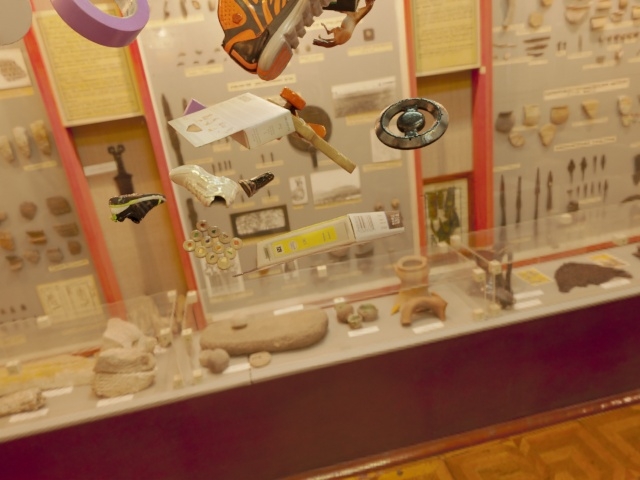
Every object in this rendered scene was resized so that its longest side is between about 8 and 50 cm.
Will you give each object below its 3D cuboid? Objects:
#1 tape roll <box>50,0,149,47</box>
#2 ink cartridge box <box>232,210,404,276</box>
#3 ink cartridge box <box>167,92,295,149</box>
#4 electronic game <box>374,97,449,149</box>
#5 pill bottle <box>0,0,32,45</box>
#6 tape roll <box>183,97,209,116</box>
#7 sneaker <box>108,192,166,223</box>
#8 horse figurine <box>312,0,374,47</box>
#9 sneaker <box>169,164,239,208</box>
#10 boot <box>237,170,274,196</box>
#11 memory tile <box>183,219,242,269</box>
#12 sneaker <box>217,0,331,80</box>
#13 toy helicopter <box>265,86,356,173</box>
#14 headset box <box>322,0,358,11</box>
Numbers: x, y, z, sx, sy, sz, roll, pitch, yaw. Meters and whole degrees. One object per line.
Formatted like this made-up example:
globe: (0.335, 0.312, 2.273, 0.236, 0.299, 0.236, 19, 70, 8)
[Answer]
tape roll: (-0.669, -0.733, 1.492, 0.090, 0.274, 0.275, -26, 6, 39)
ink cartridge box: (0.000, 0.000, 1.116, 0.307, 0.072, 0.304, -13, 0, 27)
ink cartridge box: (-0.228, -0.285, 1.226, 0.239, 0.060, 0.275, -27, 35, -17)
electronic game: (0.282, -0.366, 1.527, 0.229, 0.048, 0.229, -8, 52, 10)
pill bottle: (-0.733, -0.511, 1.018, 0.283, 0.160, 0.160, 32, 39, 28)
tape roll: (-0.468, -0.509, 2.038, 0.189, 0.080, 0.189, 29, 9, -5)
sneaker: (-0.613, -0.105, 1.636, 0.084, 0.097, 0.235, 3, 11, 27)
horse figurine: (0.086, -0.840, 1.901, 0.174, 0.263, 0.066, 39, 4, 33)
sneaker: (-0.511, -0.230, 2.118, 0.305, 0.114, 0.152, 17, 52, -6)
boot: (-0.243, -0.234, 1.910, 0.137, 0.076, 0.198, -34, 8, -4)
memory tile: (-0.308, 0.012, 1.405, 0.148, 0.012, 0.113, 28, 61, 0)
sneaker: (-0.088, -0.491, 0.956, 0.180, 0.321, 0.124, 35, 1, 6)
toy helicopter: (-0.036, -0.329, 1.564, 0.140, 0.355, 0.235, -53, 17, 4)
headset box: (0.021, -0.899, 1.698, 0.246, 0.131, 0.283, 8, 43, 9)
